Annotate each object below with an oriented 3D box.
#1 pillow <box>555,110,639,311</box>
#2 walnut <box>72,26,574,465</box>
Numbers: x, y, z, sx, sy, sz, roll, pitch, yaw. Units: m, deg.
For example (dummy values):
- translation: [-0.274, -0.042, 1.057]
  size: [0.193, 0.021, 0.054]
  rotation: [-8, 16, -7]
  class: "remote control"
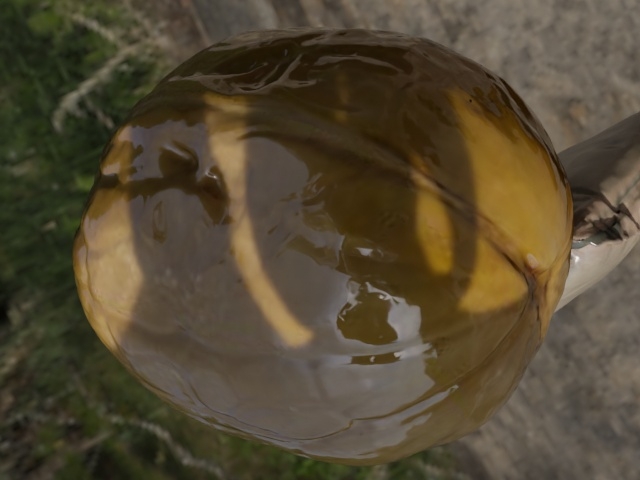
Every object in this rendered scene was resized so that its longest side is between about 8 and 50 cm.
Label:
- translation: [0.096, 0.014, 0.858]
  size: [0.067, 0.173, 0.270]
  rotation: [50, 137, -3]
  class: "pillow"
- translation: [0.000, 0.000, 0.670]
  size: [0.226, 0.193, 0.193]
  rotation: [3, 125, 32]
  class: "walnut"
